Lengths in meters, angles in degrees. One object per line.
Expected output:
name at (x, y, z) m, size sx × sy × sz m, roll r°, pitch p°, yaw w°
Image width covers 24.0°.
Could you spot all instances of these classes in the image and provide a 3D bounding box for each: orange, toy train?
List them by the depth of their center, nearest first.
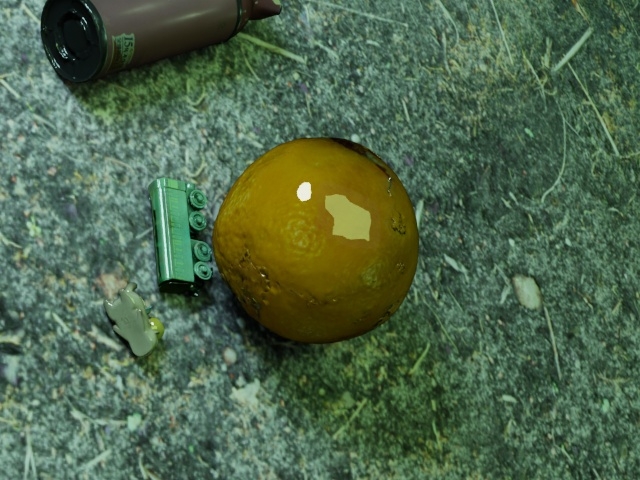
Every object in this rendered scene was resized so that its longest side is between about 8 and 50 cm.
orange at (0.000, 0.000, 1.774) m, size 0.246 × 0.246 × 0.246 m, roll 19°, pitch 56°, yaw -31°
toy train at (-0.165, -0.003, 1.782) m, size 0.071 × 0.038 × 0.148 m, roll 8°, pitch 62°, yaw -34°

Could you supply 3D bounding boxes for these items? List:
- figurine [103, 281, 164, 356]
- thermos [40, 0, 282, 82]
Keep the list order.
figurine at (-0.203, 0.088, 1.699) m, size 0.050 × 0.047 × 0.083 m, roll -28°, pitch 90°, yaw -55°
thermos at (-0.195, -0.285, 1.879) m, size 0.330 × 0.136 × 0.109 m, roll -24°, pitch 111°, yaw -45°
